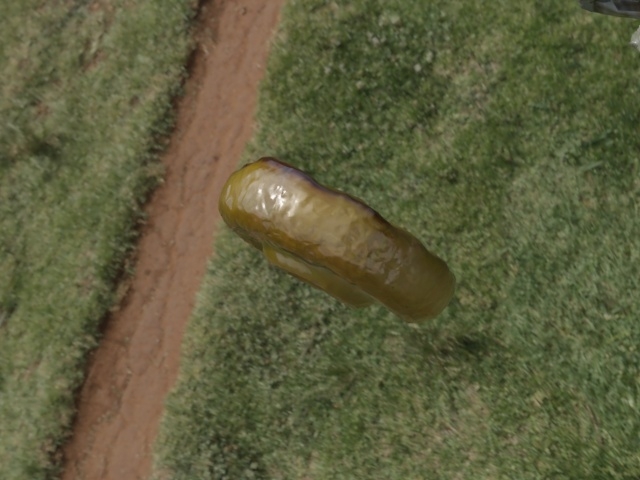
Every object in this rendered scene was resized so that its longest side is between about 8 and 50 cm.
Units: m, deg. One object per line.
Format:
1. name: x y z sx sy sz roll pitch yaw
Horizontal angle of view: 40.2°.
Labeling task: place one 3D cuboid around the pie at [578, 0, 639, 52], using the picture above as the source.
1. pie: 0.346 -0.196 0.605 0.337 0.337 0.075 -6 87 28

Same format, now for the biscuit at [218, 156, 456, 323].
1. biscuit: -0.001 0.001 0.924 0.274 0.213 0.091 26 81 33
